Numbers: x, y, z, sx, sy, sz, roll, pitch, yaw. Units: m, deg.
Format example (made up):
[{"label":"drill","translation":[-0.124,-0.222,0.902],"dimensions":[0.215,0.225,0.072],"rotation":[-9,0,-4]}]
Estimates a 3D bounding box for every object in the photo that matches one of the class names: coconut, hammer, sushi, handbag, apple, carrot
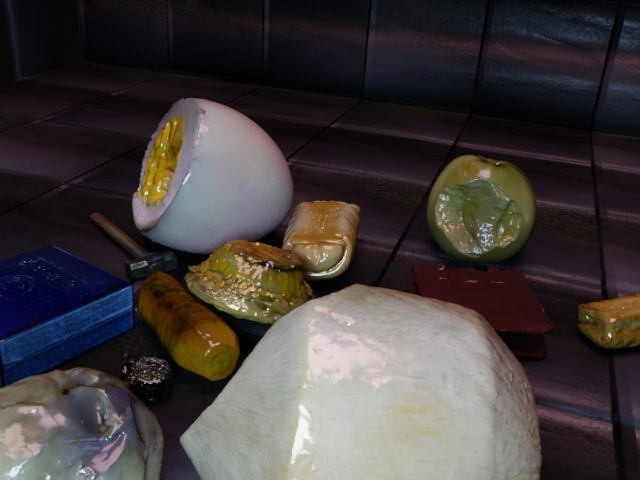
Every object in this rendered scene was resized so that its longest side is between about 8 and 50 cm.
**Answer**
[{"label":"coconut","translation":[0.038,0.240,0.810],"dimensions":[0.416,0.414,0.344],"rotation":[2,4,-3]},{"label":"hammer","translation":[-0.477,0.002,1.644],"dimensions":[0.111,0.043,0.365],"rotation":[-17,30,-34]},{"label":"sushi","translation":[-0.293,0.237,1.152],"dimensions":[0.083,0.056,0.084],"rotation":[3,23,-20]},{"label":"handbag","translation":[0.323,0.137,1.409],"dimensions":[0.260,0.084,0.275],"rotation":[1,25,-3]},{"label":"apple","translation":[0.404,-0.076,1.693],"dimensions":[0.280,0.278,0.279],"rotation":[3,25,-1]},{"label":"carrot","translation":[-0.254,0.154,1.259],"dimensions":[0.114,0.114,0.302],"rotation":[-14,28,-32]}]

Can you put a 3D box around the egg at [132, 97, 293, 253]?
[{"label":"egg","translation":[-0.226,-0.125,1.624],"dimensions":[0.340,0.354,0.354],"rotation":[21,15,-32]}]

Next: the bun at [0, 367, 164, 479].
[{"label":"bun","translation":[-0.323,0.266,0.879],"dimensions":[0.273,0.168,0.273],"rotation":[31,18,-11]}]

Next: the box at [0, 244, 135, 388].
[{"label":"box","translation":[-0.544,0.129,1.280],"dimensions":[0.262,0.116,0.279],"rotation":[19,28,31]}]

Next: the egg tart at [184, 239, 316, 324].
[{"label":"egg tart","translation":[-0.125,0.074,1.356],"dimensions":[0.294,0.123,0.294],"rotation":[18,9,-3]}]

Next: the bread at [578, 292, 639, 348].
[{"label":"bread","translation":[0.635,0.164,1.392],"dimensions":[0.211,0.083,0.114],"rotation":[-5,21,-17]}]

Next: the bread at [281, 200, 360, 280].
[{"label":"bread","translation":[0.000,0.000,1.606],"dimensions":[0.173,0.121,0.311],"rotation":[3,25,7]}]
